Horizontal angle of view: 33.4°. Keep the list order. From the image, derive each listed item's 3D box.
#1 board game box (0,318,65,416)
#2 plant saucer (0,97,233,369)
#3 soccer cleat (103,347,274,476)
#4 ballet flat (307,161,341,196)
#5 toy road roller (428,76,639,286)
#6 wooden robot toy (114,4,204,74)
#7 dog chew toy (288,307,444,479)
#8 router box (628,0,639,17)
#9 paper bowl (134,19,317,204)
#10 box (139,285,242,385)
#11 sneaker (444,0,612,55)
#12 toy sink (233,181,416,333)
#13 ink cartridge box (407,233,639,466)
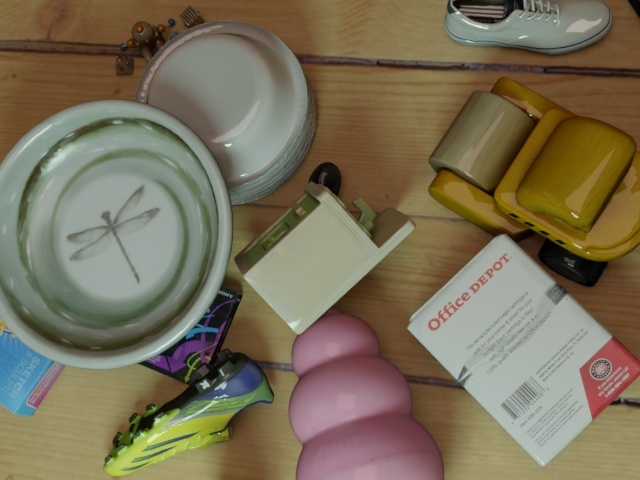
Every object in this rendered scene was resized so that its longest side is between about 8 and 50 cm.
[{"bbox_3d":[-0.470,0.082,1.699,0.242,0.064,0.316,32,84,15],"label":"board game box"},{"bbox_3d":[-0.310,-0.007,1.594,0.401,0.100,0.400,-2,82,14],"label":"plant saucer"},{"bbox_3d":[-0.198,0.280,1.592,0.289,0.093,0.121,-37,110,10],"label":"soccer cleat"},{"bbox_3d":[-0.011,-0.040,1.664,0.058,0.049,0.173,24,87,-13],"label":"ballet flat"},{"bbox_3d":[0.320,-0.101,1.507,0.330,0.240,0.202,32,84,15],"label":"toy road roller"},{"bbox_3d":[-0.275,-0.331,1.753,0.173,0.079,0.076,-27,74,4],"label":"wooden robot toy"},{"bbox_3d":[0.048,0.253,1.502,0.207,0.206,0.331,-18,67,6],"label":"dog chew toy"},{"bbox_3d":[0.532,-0.411,1.643,0.133,0.046,0.178,-28,74,2],"label":"router box"},{"bbox_3d":[-0.156,-0.208,1.669,0.284,0.148,0.284,-3,77,11],"label":"paper bowl"},{"bbox_3d":[-0.205,0.136,1.657,0.116,0.029,0.162,20,80,14],"label":"box"},{"bbox_3d":[0.318,-0.341,1.641,0.258,0.091,0.094,-1,77,10],"label":"sneaker"},{"bbox_3d":[0.000,0.000,1.566,0.234,0.153,0.131,-42,103,-1],"label":"toy sink"},{"bbox_3d":[0.287,0.155,1.519,0.197,0.114,0.273,-44,74,-1],"label":"ink cartridge box"}]
